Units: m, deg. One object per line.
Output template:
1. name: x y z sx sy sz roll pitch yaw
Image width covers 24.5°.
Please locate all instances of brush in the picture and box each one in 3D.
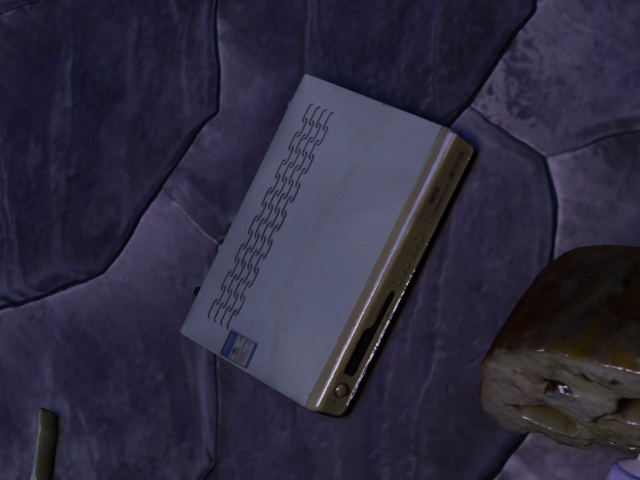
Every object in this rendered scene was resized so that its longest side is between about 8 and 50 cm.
1. brush: -0.268 0.252 1.429 0.030 0.033 0.178 -5 71 29

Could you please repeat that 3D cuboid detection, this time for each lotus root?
1. lotus root: 0.226 0.082 1.034 0.235 0.138 0.119 8 56 34

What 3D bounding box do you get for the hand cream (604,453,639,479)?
1. hand cream: 0.225 0.209 1.069 0.084 0.053 0.142 23 98 40

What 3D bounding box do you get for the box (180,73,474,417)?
1. box: 0.000 0.000 1.313 0.211 0.045 0.270 24 89 40
